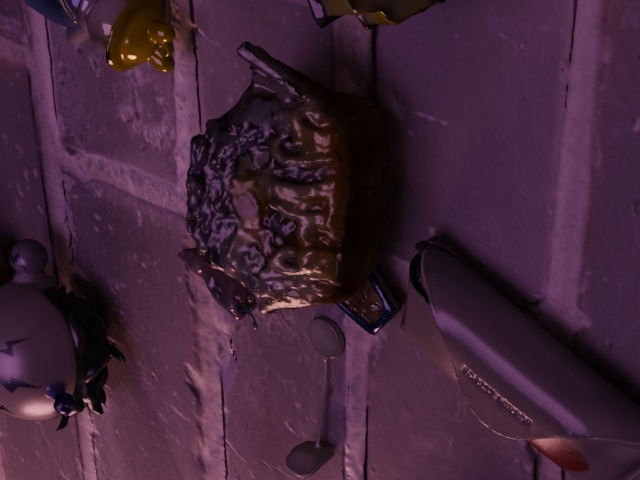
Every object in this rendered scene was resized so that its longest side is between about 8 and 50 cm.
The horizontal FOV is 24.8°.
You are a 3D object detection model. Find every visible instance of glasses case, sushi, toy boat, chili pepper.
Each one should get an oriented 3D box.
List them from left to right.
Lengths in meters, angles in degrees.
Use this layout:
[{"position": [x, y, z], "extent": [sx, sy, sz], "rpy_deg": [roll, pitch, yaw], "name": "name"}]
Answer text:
[{"position": [-0.115, 0.049, 1.700], "extent": [0.153, 0.041, 0.050], "rpy_deg": [43, 119, 41], "name": "chili pepper"}, {"position": [-0.028, -0.060, 1.445], "extent": [0.184, 0.139, 0.274], "rpy_deg": [15, 107, 26], "name": "sushi"}, {"position": [0.000, 0.000, 1.550], "extent": [0.229, 0.046, 0.080], "rpy_deg": [48, 139, 13], "name": "toy boat"}, {"position": [0.187, 0.134, 1.416], "extent": [0.308, 0.083, 0.128], "rpy_deg": [40, 136, 21], "name": "glasses case"}]

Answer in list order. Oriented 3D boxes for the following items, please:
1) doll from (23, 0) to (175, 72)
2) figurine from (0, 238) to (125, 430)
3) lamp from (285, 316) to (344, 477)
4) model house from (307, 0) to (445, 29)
[{"position": [-0.250, -0.262, 1.600], "extent": [0.241, 0.099, 0.135], "rpy_deg": [36, 112, 22], "name": "doll"}, {"position": [-0.433, 0.109, 1.951], "extent": [0.382, 0.186, 0.261], "rpy_deg": [30, 138, 23], "name": "figurine"}, {"position": [-0.007, 0.179, 1.667], "extent": [0.050, 0.056, 0.198], "rpy_deg": [26, 127, 36], "name": "lamp"}, {"position": [0.040, -0.295, 1.288], "extent": [0.194, 0.170, 0.211], "rpy_deg": [61, 168, -14], "name": "model house"}]
